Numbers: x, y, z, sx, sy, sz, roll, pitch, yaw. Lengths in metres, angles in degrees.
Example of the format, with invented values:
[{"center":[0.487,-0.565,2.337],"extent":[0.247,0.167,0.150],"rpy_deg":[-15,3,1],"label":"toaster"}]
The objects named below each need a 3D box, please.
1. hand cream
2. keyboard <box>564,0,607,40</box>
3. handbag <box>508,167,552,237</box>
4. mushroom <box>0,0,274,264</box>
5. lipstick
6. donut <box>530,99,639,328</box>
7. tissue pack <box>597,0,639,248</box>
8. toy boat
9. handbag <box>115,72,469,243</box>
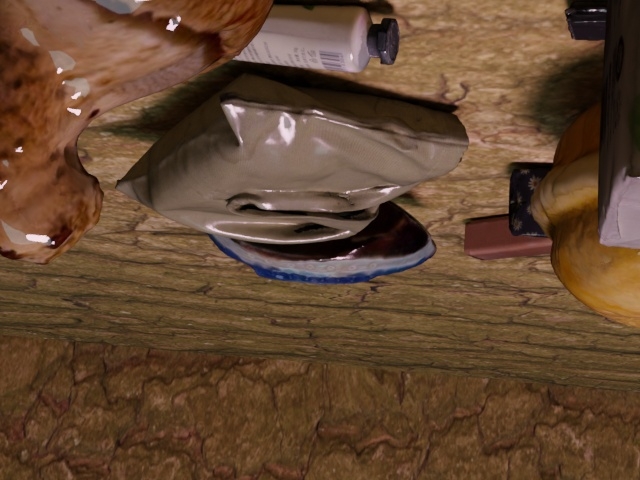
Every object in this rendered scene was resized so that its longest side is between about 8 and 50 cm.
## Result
[{"center":[-0.054,-0.162,1.141],"extent":[0.234,0.050,0.080],"rpy_deg":[6,169,18],"label":"hand cream"},{"center":[0.294,-0.159,1.050],"extent":[0.231,0.023,0.072],"rpy_deg":[3,174,15],"label":"keyboard"},{"center":[0.260,-0.038,1.529],"extent":[0.115,0.072,0.139],"rpy_deg":[0,180,14],"label":"handbag"},{"center":[-0.161,-0.152,0.907],"extent":[0.267,0.254,0.267],"rpy_deg":[-16,154,-8],"label":"mushroom"},{"center":[0.237,-0.007,1.700],"extent":[0.145,0.045,0.045],"rpy_deg":[-8,160,43],"label":"lipstick"},{"center":[0.400,-0.017,1.233],"extent":[0.448,0.198,0.449],"rpy_deg":[6,168,1],"label":"donut"},{"center":[0.228,-0.118,0.777],"extent":[0.145,0.229,0.159],"rpy_deg":[3,167,7],"label":"tissue pack"},{"center":[0.000,0.000,1.654],"extent":[0.262,0.114,0.115],"rpy_deg":[0,154,6],"label":"toy boat"},{"center":[-0.033,-0.068,1.398],"extent":[0.253,0.109,0.316],"rpy_deg":[7,162,-24],"label":"handbag"}]
